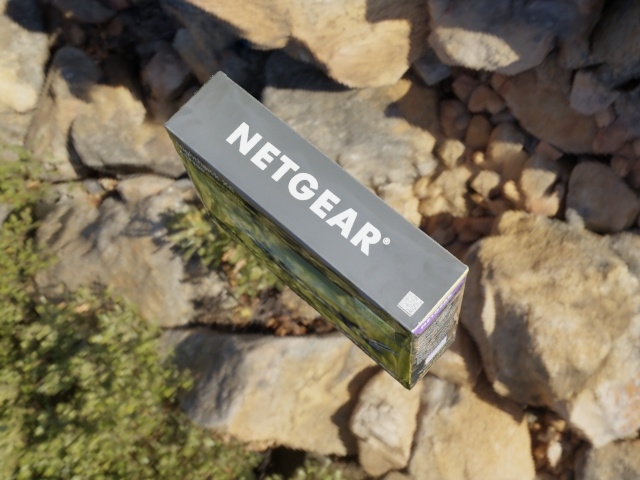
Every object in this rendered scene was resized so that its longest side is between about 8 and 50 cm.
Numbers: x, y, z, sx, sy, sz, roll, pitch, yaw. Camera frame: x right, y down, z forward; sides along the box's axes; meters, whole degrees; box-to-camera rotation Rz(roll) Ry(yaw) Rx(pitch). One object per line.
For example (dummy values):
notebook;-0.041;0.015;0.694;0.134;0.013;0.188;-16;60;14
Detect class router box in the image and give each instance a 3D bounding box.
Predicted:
router box;0.000;0.000;0.987;0.309;0.081;0.243;40;167;17
